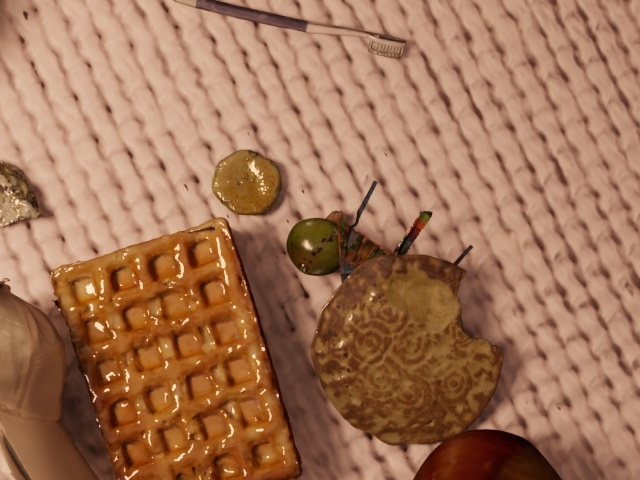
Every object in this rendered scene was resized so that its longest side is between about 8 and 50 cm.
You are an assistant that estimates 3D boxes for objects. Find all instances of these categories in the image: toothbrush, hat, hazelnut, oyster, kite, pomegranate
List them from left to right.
[{"bbox_3d":[-0.386,-0.051,1.160,0.100,0.037,0.098,-25,86,-5],"label":"oyster"},{"bbox_3d":[-0.292,0.168,1.067,0.226,0.219,0.164,35,77,-8],"label":"hat"},{"bbox_3d":[-0.038,-0.261,1.208,0.287,0.024,0.026,12,98,-3],"label":"toothbrush"},{"bbox_3d":[-0.004,0.001,1.166,0.073,0.085,0.073,0,129,0],"label":"pomegranate"},{"bbox_3d":[0.079,0.030,1.155,0.182,0.010,0.160,32,99,-27],"label":"kite"},{"bbox_3d":[0.179,0.332,1.083,0.217,0.217,0.252,-3,75,-3],"label":"hazelnut"}]

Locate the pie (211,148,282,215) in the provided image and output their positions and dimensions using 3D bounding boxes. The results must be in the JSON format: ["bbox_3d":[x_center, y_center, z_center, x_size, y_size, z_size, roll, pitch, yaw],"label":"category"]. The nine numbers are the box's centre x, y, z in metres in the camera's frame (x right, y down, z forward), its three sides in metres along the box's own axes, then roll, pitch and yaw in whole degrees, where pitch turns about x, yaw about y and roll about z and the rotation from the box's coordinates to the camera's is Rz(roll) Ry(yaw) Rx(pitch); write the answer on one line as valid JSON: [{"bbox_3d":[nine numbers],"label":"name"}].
[{"bbox_3d":[-0.087,-0.068,1.187,0.084,0.020,0.085,0,83,-2],"label":"pie"}]

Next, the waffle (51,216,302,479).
[{"bbox_3d":[-0.159,0.151,1.128,0.212,0.091,0.308,-18,84,-4],"label":"waffle"}]

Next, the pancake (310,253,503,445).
[{"bbox_3d":[0.099,0.127,1.148,0.211,0.029,0.235,-19,100,-3],"label":"pancake"}]
